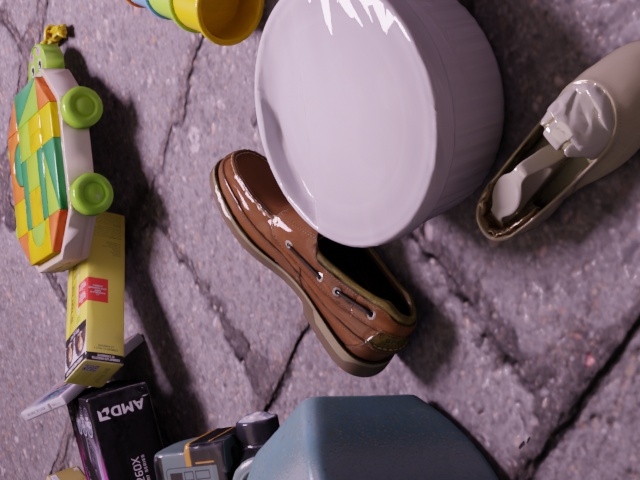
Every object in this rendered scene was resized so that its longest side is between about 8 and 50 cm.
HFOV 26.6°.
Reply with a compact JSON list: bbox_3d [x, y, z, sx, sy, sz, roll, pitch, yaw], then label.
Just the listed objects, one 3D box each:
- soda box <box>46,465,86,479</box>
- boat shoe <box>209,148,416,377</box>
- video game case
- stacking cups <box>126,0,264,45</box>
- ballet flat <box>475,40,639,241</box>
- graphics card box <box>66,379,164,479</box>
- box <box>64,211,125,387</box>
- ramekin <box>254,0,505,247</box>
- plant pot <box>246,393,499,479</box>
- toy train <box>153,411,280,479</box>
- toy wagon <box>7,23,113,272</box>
[{"bbox_3d":[-0.365,0.441,2.123,0.181,0.058,0.061,44,133,34],"label":"soda box"},{"bbox_3d":[0.000,0.000,1.492,0.307,0.110,0.104,49,133,15],"label":"boat shoe"},{"bbox_3d":[-0.341,0.195,1.934,0.019,0.157,0.143,55,142,-7],"label":"video game case"},{"bbox_3d":[-0.197,-0.308,1.639,0.316,0.096,0.096,24,120,47],"label":"stacking cups"},{"bbox_3d":[0.216,-0.080,1.204,0.086,0.086,0.248,58,139,21],"label":"ballet flat"},{"bbox_3d":[-0.256,0.382,1.891,0.233,0.094,0.371,168,89,-72],"label":"graphics card box"},{"bbox_3d":[-0.309,0.078,1.861,0.087,0.058,0.232,-43,43,50],"label":"box"},{"bbox_3d":[0.063,-0.135,1.340,0.273,0.127,0.273,21,118,46],"label":"ramekin"},{"bbox_3d":[0.048,0.303,1.427,0.248,0.247,0.252,-53,43,46],"label":"plant pot"},{"bbox_3d":[-0.088,0.376,1.647,0.190,0.142,0.334,-9,94,21],"label":"toy train"},{"bbox_3d":[-0.376,-0.133,1.887,0.267,0.068,0.344,-22,74,59],"label":"toy wagon"}]
